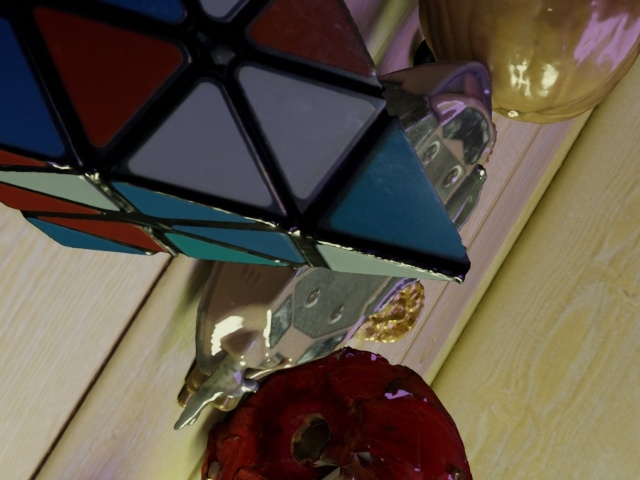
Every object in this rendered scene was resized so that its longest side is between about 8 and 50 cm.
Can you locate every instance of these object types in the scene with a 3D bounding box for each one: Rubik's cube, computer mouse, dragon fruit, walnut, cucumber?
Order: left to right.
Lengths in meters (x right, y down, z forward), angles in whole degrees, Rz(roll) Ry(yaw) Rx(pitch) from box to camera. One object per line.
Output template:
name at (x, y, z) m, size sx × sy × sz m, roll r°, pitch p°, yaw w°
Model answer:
Rubik's cube at (-0.133, -0.054, 0.720) m, size 0.250 × 0.284 × 0.234 m, roll -29°, pitch 167°, yaw 37°
computer mouse at (-0.003, -0.005, 1.230) m, size 0.389 × 0.115 × 0.199 m, roll -49°, pitch 147°, yaw 0°
dragon fruit at (0.018, 0.257, 1.539) m, size 0.295 × 0.296 × 0.301 m, roll -57°, pitch 148°, yaw -18°
cucumber at (0.110, -0.167, 1.510) m, size 0.184 × 0.033 × 0.036 m, roll 84°, pitch 12°, yaw -71°
walnut at (0.197, -0.232, 1.288) m, size 0.225 × 0.225 × 0.260 m, roll -3°, pitch 108°, yaw -76°

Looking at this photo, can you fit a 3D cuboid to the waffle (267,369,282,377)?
waffle at (-0.038, 0.140, 1.654) m, size 0.085 × 0.016 × 0.078 m, roll -55°, pitch 163°, yaw -27°

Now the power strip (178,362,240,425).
power strip at (-0.040, 0.036, 1.336) m, size 0.305 × 0.044 × 0.064 m, roll -60°, pitch 169°, yaw -1°

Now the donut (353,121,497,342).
donut at (0.065, -0.032, 1.402) m, size 0.259 × 0.101 × 0.152 m, roll -67°, pitch -164°, yaw 4°
